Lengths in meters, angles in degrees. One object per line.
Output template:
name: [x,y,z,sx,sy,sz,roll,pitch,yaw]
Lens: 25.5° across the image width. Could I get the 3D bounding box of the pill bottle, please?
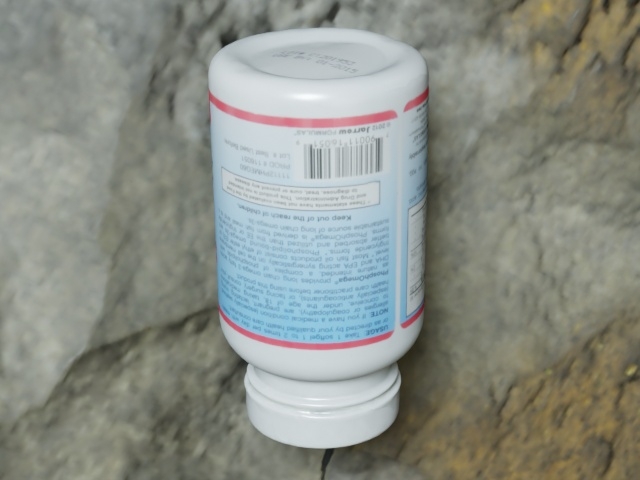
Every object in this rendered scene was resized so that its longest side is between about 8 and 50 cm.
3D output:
pill bottle: [0.000,0.000,0.580,0.087,0.087,0.160,-11,115,-23]
